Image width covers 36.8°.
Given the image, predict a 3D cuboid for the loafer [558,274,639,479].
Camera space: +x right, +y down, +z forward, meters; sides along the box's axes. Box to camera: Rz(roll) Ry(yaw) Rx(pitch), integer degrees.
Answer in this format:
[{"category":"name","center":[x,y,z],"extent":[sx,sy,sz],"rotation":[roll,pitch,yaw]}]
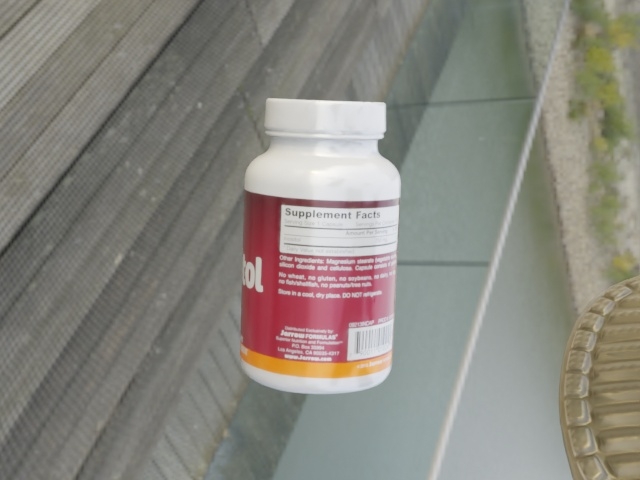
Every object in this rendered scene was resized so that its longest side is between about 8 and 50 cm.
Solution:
[{"category":"loafer","center":[0.155,0.126,0.372],"extent":[0.268,0.102,0.092],"rotation":[-85,159,-43]}]

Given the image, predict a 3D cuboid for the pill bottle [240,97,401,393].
[{"category":"pill bottle","center":[0.000,0.000,0.524],"extent":[0.086,0.086,0.152],"rotation":[-15,109,-64]}]
